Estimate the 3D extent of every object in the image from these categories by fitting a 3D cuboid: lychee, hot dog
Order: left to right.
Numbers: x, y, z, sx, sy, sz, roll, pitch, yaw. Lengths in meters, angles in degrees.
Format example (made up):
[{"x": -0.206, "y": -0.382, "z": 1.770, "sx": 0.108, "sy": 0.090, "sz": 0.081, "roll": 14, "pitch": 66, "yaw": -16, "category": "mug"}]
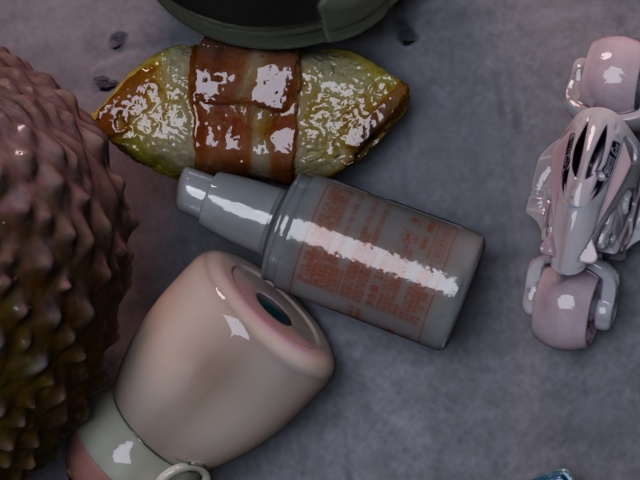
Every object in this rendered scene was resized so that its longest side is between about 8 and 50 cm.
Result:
[{"x": -0.321, "y": 0.023, "z": 1.517, "sx": 0.380, "sy": 0.380, "sz": 0.432, "roll": -1, "pitch": 108, "yaw": 16, "category": "lychee"}, {"x": -0.059, "y": -0.106, "z": 1.645, "sx": 0.262, "sy": 0.093, "sz": 0.123, "roll": 6, "pitch": 91, "yaw": 1, "category": "hot dog"}]

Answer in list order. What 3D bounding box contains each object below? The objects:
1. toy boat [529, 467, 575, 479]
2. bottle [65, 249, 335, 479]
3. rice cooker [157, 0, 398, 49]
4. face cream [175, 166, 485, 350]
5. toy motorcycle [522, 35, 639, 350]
[{"x": 0.197, "y": 0.297, "z": 1.512, "sx": 0.109, "sy": 0.098, "sz": 0.238, "roll": -24, "pitch": 77, "yaw": 15, "category": "toy boat"}, {"x": -0.114, "y": 0.135, "z": 1.607, "sx": 0.236, "sy": 0.147, "sz": 0.147, "roll": -46, "pitch": 73, "yaw": 14, "category": "bottle"}, {"x": -0.043, "y": -0.316, "z": 1.572, "sx": 0.288, "sy": 0.277, "sz": 0.288, "roll": -3, "pitch": 65, "yaw": 5, "category": "rice cooker"}, {"x": 0.000, "y": 0.000, "z": 1.583, "sx": 0.252, "sy": 0.101, "sz": 0.101, "roll": 20, "pitch": 88, "yaw": 5, "category": "face cream"}, {"x": 0.212, "y": -0.039, "z": 1.547, "sx": 0.112, "sy": 0.112, "sz": 0.254, "roll": 11, "pitch": 87, "yaw": 18, "category": "toy motorcycle"}]
